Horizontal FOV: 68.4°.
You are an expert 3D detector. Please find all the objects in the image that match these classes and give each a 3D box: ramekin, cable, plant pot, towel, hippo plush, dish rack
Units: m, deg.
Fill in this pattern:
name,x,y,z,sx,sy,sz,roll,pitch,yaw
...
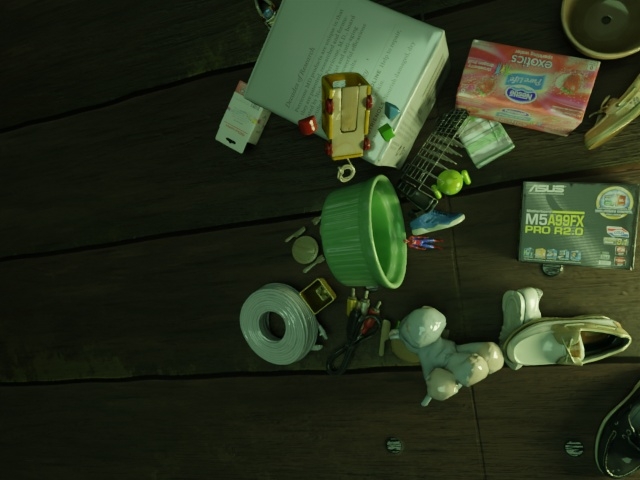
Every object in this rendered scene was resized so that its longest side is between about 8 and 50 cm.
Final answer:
name,x,y,z,sx,sy,sz,roll,pitch,yaw
ramekin,0.120,-0.016,1.282,0.148,0.303,0.304,-8,92,25
cable,-0.134,0.264,1.473,0.257,0.089,0.257,-30,86,29
plant pot,0.000,0.164,1.440,0.081,0.083,0.081,-39,82,16
plant pot,0.705,-0.553,1.144,0.237,0.109,0.238,1,94,17
towel,0.444,-0.290,1.294,0.113,0.023,0.152,-30,85,17
cable,0.110,0.295,1.430,0.139,0.072,0.288,25,110,31
hippo plush,0.332,0.281,1.273,0.234,0.294,0.237,-27,69,-5
dish rack,0.306,-0.219,1.243,0.074,0.208,0.272,30,102,-13

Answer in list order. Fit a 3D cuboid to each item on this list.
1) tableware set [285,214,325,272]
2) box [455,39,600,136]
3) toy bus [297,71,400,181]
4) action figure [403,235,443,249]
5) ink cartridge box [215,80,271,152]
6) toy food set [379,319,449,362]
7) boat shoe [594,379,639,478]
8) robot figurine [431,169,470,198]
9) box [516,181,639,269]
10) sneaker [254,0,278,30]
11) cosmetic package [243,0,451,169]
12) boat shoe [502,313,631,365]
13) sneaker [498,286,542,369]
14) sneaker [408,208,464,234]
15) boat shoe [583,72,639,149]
name,x,y,z,sx,sy,sz,roll,pitch,yaw
tableware set,0.000,0.000,1.453,0.194,0.039,0.128,-36,71,11
box,0.507,-0.382,1.192,0.299,0.142,0.154,18,93,14
toy bus,0.050,-0.266,1.037,0.202,0.190,0.104,-43,39,18
action figure,0.291,0.006,1.341,0.115,0.030,0.038,5,101,-5
ink cartridge box,-0.236,-0.382,1.485,0.115,0.067,0.198,31,101,14
toy food set,0.272,0.296,1.391,0.191,0.038,0.133,9,102,7
boat shoe,0.815,0.473,1.182,0.127,0.113,0.340,33,103,13
robot figurine,0.353,-0.159,1.284,0.101,0.115,0.067,-24,86,17
box,0.660,-0.042,1.223,0.269,0.060,0.217,4,96,17
sneaker,-0.137,-0.657,1.423,0.069,0.084,0.186,-41,81,16
cosmetic package,0.087,-0.420,1.239,0.393,0.329,0.328,30,105,14
boat shoe,0.615,0.253,1.178,0.302,0.103,0.113,-14,101,-5
sneaker,0.547,0.240,1.270,0.094,0.090,0.235,-8,111,-23
sneaker,0.323,-0.074,1.330,0.152,0.058,0.085,-15,98,25
boat shoe,0.752,-0.342,1.156,0.285,0.104,0.089,-43,76,6
